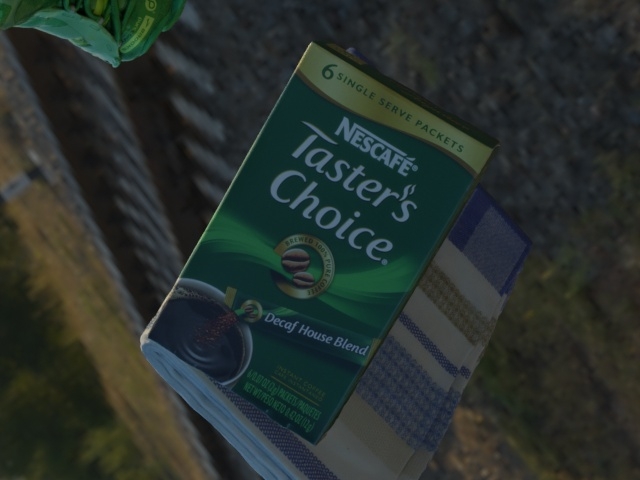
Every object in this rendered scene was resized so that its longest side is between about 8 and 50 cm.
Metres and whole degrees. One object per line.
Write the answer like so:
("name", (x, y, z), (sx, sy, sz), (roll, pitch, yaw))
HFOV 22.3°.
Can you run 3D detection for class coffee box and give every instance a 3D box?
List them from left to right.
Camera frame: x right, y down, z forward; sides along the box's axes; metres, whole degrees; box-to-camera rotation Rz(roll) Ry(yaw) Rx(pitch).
("coffee box", (0.000, 0.000, 0.847), (0.113, 0.184, 0.040), (33, -168, 7))

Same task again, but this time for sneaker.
("sneaker", (-0.169, -0.191, 1.174), (0.123, 0.109, 0.295), (34, -162, 6))

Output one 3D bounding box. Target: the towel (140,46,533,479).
("towel", (0.021, 0.036, 1.037), (0.209, 0.285, 0.034), (47, 141, -18))
